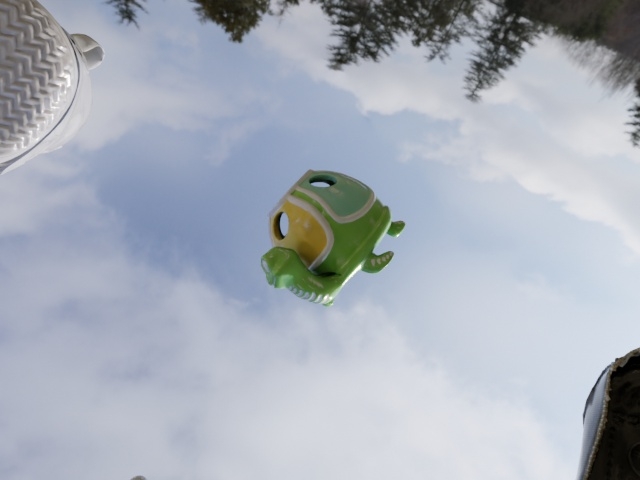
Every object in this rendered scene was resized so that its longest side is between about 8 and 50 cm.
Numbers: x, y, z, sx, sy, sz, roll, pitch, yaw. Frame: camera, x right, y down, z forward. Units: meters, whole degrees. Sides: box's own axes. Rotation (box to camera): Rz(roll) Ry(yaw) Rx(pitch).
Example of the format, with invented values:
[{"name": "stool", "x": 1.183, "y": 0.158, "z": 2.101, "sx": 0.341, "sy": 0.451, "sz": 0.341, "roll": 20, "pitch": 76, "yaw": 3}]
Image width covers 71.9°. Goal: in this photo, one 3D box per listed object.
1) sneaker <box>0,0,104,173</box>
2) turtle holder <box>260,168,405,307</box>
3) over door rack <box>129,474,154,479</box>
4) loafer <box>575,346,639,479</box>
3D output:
[{"name": "sneaker", "x": -0.341, "y": -0.075, "z": 0.369, "sx": 0.138, "sy": 0.365, "sz": 0.210, "roll": 57, "pitch": -177, "yaw": -24}, {"name": "turtle holder", "x": -0.003, "y": 0.001, "z": 0.894, "sx": 0.227, "sy": 0.243, "sz": 0.320, "roll": 44, "pitch": -114, "yaw": -6}, {"name": "over door rack", "x": -0.223, "y": 0.331, "z": 0.253, "sx": 0.324, "sy": 0.108, "sz": 0.240, "roll": -17, "pitch": -86, "yaw": -41}, {"name": "loafer", "x": 0.143, "y": 0.154, "z": 0.193, "sx": 0.087, "sy": 0.094, "sz": 0.251, "roll": 57, "pitch": -137, "yaw": -30}]
